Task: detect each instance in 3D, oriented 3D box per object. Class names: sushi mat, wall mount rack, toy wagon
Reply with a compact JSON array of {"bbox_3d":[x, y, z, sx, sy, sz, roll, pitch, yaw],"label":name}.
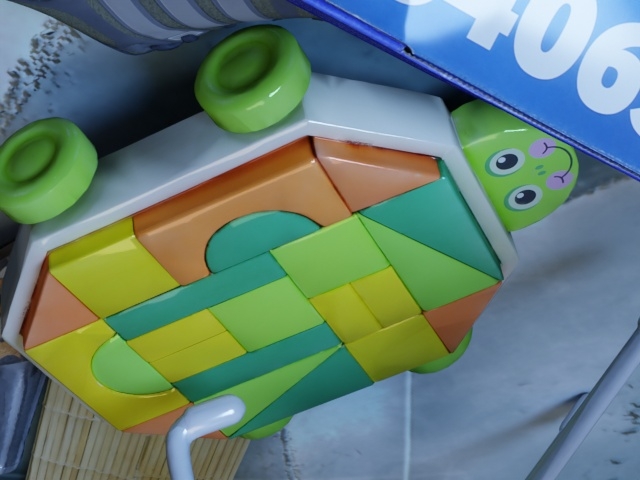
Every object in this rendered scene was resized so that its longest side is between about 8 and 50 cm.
[{"bbox_3d":[-0.121,0.127,0.898,0.152,0.019,0.316,9,138,-13],"label":"sushi mat"},{"bbox_3d":[0.067,0.147,0.764,0.304,0.130,0.350,-10,157,-8],"label":"wall mount rack"},{"bbox_3d":[0.000,0.000,0.691,0.345,0.068,0.267,-22,139,13],"label":"toy wagon"}]

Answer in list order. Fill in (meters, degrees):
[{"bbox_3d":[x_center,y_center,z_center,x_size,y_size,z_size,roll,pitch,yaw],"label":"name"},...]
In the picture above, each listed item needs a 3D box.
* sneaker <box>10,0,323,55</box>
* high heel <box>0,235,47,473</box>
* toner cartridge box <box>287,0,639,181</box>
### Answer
[{"bbox_3d":[-0.041,-0.137,0.559,0.300,0.111,0.121,12,153,-11],"label":"sneaker"},{"bbox_3d":[-0.285,0.039,0.763,0.261,0.093,0.186,15,124,-13],"label":"high heel"},{"bbox_3d":[-0.042,-0.129,0.365,0.348,0.165,0.075,23,98,-27],"label":"toner cartridge box"}]
